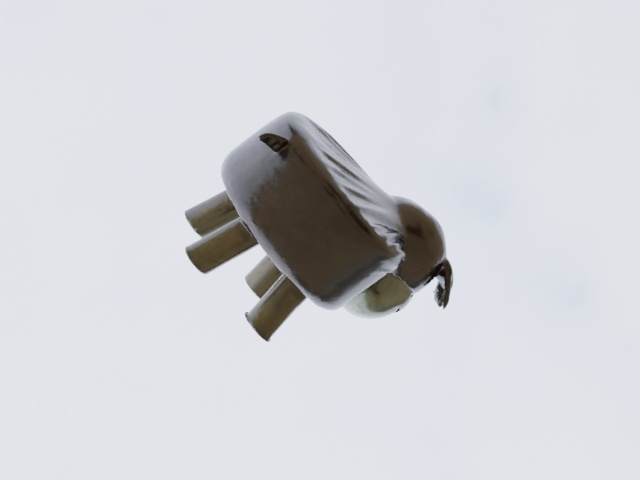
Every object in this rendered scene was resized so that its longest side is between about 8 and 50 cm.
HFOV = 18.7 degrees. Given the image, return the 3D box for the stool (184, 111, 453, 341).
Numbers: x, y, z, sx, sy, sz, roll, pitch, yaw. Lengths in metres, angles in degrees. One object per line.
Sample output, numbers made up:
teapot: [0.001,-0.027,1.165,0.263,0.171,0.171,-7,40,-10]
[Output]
stool: [0.000,0.000,1.284,0.217,0.121,0.125,35,-161,-48]
